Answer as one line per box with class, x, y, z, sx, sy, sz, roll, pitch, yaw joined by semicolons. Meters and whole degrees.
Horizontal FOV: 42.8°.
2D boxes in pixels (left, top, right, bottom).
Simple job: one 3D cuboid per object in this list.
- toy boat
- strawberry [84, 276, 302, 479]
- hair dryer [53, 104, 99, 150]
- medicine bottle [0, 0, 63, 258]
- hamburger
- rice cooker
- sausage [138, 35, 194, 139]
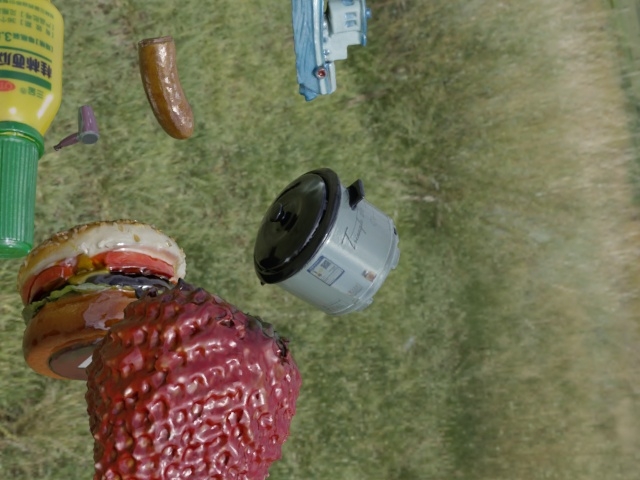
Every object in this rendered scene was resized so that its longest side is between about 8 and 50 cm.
toy boat;0.013;-0.287;1.039;0.088;0.102;0.215;-98;-178;-66
strawberry;-0.176;0.239;1.038;0.312;0.267;0.351;117;-12;-75
hair dryer;-0.678;-0.292;2.241;0.054;0.154;0.106;32;32;-55
medicine bottle;-0.335;-0.131;0.879;0.111;0.076;0.309;5;71;-30
hamburger;-0.410;0.117;1.560;0.330;0.329;0.250;36;40;-57
rice cooker;0.000;0.000;1.509;0.227;0.280;0.241;32;34;-29
sausage;-0.387;-0.378;2.056;0.109;0.108;0.271;-63;145;-53
